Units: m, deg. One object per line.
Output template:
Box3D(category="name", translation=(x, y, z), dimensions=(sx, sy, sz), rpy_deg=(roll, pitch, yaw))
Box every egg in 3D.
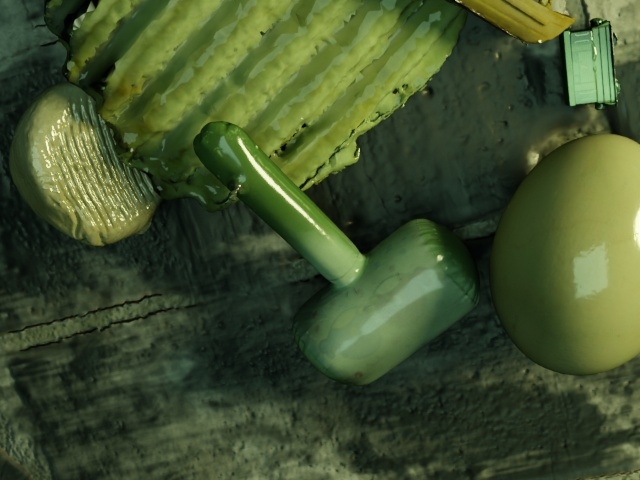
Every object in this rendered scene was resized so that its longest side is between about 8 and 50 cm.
Box3D(category="egg", translation=(0.263, 0.015, 0.958), dimensions=(0.186, 0.186, 0.241), rpy_deg=(9, 104, 6))

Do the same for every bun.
Box3D(category="bun", translation=(-0.250, -0.081, 1.044), dimensions=(0.167, 0.113, 0.173), rpy_deg=(8, 88, -27))

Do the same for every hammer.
Box3D(category="hammer", translation=(0.000, 0.000, 0.992), dimensions=(0.206, 0.119, 0.335), rpy_deg=(-40, 115, 14))

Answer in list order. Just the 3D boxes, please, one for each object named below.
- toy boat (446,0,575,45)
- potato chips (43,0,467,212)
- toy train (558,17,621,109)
Box3D(category="toy boat", translation=(0.157, -0.259, 0.920), dimensions=(0.226, 0.068, 0.088), rpy_deg=(21, 103, -30))
Box3D(category="potato chips", translation=(-0.053, -0.227, 0.956), dimensions=(0.358, 0.070, 0.429), rpy_deg=(40, 105, -22))
Box3D(category="toy train", translation=(0.273, -0.177, 0.984), dimensions=(0.056, 0.038, 0.093), rpy_deg=(-6, 104, 12))
